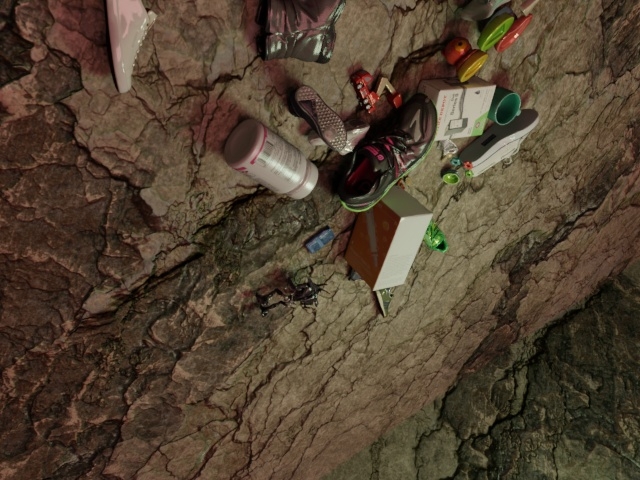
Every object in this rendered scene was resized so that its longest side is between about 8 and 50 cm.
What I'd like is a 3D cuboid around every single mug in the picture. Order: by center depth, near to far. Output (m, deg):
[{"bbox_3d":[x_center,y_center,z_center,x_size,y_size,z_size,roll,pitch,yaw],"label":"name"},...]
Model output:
[{"bbox_3d":[0.707,-0.525,2.081,0.129,0.097,0.158,-43,137,0],"label":"mug"}]

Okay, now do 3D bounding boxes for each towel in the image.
[{"bbox_3d":[0.000,0.000,2.041,0.119,0.029,0.067,-37,137,-5],"label":"towel"}]

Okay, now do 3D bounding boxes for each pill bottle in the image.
[{"bbox_3d":[-0.147,-0.244,1.657,0.283,0.160,0.160,29,104,-44],"label":"pill bottle"}]

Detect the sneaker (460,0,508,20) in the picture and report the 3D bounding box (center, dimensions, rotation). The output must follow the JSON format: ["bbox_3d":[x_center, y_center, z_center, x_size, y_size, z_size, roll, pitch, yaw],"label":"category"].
[{"bbox_3d":[0.555,-0.836,1.737,0.256,0.094,0.151,-38,143,-18],"label":"sneaker"}]

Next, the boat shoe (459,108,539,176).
[{"bbox_3d":[0.754,-0.386,2.195,0.367,0.136,0.156,-39,136,0],"label":"boat shoe"}]

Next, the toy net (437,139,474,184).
[{"bbox_3d":[0.535,-0.316,2.111,0.232,0.122,0.045,56,47,-45],"label":"toy net"}]

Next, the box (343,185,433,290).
[{"bbox_3d":[0.256,-0.011,2.061,0.168,0.215,0.345,-8,130,-34],"label":"box"}]

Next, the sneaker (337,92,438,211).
[{"bbox_3d":[0.235,-0.297,1.836,0.483,0.185,0.202,-54,163,10],"label":"sneaker"}]

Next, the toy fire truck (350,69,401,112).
[{"bbox_3d":[0.188,-0.503,1.773,0.135,0.047,0.192,-38,135,-5],"label":"toy fire truck"}]

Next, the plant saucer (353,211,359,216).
[{"bbox_3d":[0.168,-0.126,2.070,0.083,0.015,0.083,-19,132,-22],"label":"plant saucer"}]

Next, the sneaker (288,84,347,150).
[{"bbox_3d":[-0.012,-0.377,1.633,0.086,0.163,0.226,-40,110,-7],"label":"sneaker"}]

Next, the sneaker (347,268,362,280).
[{"bbox_3d":[0.221,0.125,2.274,0.224,0.083,0.098,-3,145,-28],"label":"sneaker"}]

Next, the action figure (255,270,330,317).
[{"bbox_3d":[-0.109,0.198,2.042,0.276,0.141,0.164,-16,130,-4],"label":"action figure"}]

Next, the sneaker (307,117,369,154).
[{"bbox_3d":[0.062,-0.335,1.788,0.232,0.090,0.115,-14,133,-25],"label":"sneaker"}]

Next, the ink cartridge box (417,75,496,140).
[{"bbox_3d":[0.485,-0.485,1.944,0.273,0.115,0.198,-13,129,-27],"label":"ink cartridge box"}]

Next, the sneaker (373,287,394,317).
[{"bbox_3d":[0.306,0.278,2.439,0.086,0.064,0.192,-27,131,-8],"label":"sneaker"}]

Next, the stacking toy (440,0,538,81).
[{"bbox_3d":[0.564,-0.714,1.767,0.309,0.130,0.279,-39,169,-12],"label":"stacking toy"}]

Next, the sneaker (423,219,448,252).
[{"bbox_3d":[0.469,-0.037,2.271,0.109,0.123,0.295,-50,135,9],"label":"sneaker"}]

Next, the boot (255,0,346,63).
[{"bbox_3d":[-0.053,-0.653,1.449,0.223,0.118,0.338,-4,120,-27],"label":"boot"}]

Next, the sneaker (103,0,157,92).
[{"bbox_3d":[-0.455,-0.501,1.284,0.123,0.106,0.290,-8,125,-27],"label":"sneaker"}]

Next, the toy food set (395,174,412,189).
[{"bbox_3d":[0.319,-0.241,2.088,0.078,0.019,0.122,-36,143,-6],"label":"toy food set"}]
